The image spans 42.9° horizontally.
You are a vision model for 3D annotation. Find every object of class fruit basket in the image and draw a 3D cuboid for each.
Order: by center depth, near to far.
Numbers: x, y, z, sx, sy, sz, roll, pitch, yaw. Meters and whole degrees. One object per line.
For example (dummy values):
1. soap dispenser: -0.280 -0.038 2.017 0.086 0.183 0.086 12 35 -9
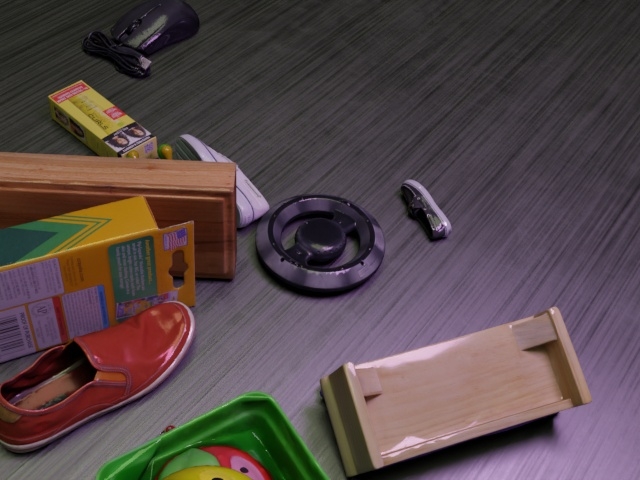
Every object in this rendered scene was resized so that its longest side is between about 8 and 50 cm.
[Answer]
1. fruit basket: -0.089 0.337 0.886 0.283 0.392 0.392 -23 54 -26

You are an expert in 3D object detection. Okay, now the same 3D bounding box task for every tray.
1. tray: -0.342 -0.035 1.306 0.410 0.203 0.076 2 46 -4

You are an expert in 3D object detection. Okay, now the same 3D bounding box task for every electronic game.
1. electronic game: 0.000 0.000 1.428 0.229 0.048 0.229 3 46 -3

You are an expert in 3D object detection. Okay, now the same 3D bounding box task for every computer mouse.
1. computer mouse: -0.377 -0.476 1.811 0.188 0.072 0.272 30 51 21

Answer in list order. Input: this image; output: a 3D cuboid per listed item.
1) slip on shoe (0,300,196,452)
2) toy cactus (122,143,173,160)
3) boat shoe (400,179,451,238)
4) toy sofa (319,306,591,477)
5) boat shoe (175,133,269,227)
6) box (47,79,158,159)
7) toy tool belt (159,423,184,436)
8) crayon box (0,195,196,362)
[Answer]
1. slip on shoe: -0.320 0.180 1.184 0.331 0.101 0.123 -30 55 -32
2. toy cactus: -0.280 -0.085 1.447 0.180 0.112 0.219 29 27 -11
3. boat shoe: 0.187 -0.059 1.509 0.040 0.049 0.142 -21 55 -24
4. toy sofa: 0.189 0.224 1.198 0.362 0.177 0.150 -12 74 -18
5. boat shoe: -0.182 -0.112 1.502 0.075 0.083 0.226 -21 64 -39
6. box: -0.421 -0.220 1.574 0.232 0.058 0.087 37 54 25
7. toy tool belt: -0.192 0.281 1.138 0.052 0.051 0.083 -28 56 -29
8. crayon box: -0.355 0.053 1.228 0.323 0.203 0.083 -15 50 -21
